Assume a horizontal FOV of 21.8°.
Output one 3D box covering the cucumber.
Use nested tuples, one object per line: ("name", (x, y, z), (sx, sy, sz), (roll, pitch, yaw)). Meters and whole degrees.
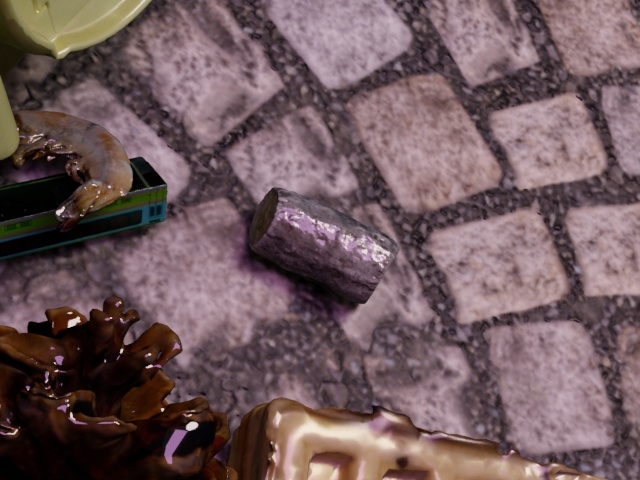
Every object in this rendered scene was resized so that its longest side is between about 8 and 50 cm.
("cucumber", (0.002, 0.001, 1.267), (0.112, 0.064, 0.064), (28, 58, -5))

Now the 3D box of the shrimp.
("shrimp", (-0.225, -0.046, 1.174), (0.195, 0.035, 0.148), (-9, 39, -24))

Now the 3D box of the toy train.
("toy train", (-0.213, -0.013, 1.191), (0.209, 0.042, 0.044), (-15, 39, -28))

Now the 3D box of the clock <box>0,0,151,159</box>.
("clock", (-0.182, -0.250, 1.126), (0.117, 0.286, 0.348), (29, 62, 21))

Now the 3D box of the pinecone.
("pinecone", (-0.169, 0.162, 1.007), (0.243, 0.257, 0.243), (-4, 35, 3))

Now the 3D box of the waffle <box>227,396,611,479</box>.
("waffle", (0.108, 0.274, 1.146), (0.376, 0.114, 0.261), (16, 60, -15))
